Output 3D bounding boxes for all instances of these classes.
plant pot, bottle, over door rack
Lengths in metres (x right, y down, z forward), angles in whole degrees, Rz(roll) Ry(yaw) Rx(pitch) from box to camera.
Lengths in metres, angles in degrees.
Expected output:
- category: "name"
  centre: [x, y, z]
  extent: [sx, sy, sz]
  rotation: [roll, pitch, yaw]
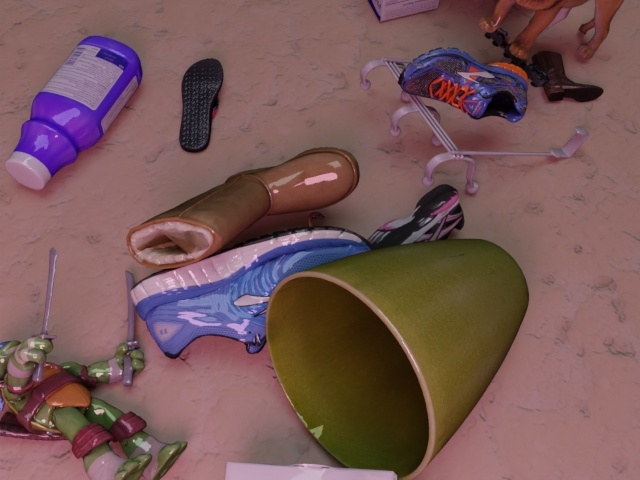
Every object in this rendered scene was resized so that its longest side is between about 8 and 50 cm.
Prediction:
- category: "plant pot"
  centre: [0.130, 0.111, 0.991]
  extent: [0.294, 0.274, 0.275]
  rotation: [-26, 61, -36]
- category: "bottle"
  centre: [-0.396, -0.205, 1.238]
  extent: [0.118, 0.092, 0.282]
  rotation: [19, 58, 9]
- category: "over door rack"
  centre: [0.247, -0.203, 1.284]
  extent: [0.324, 0.108, 0.239]
  rotation: [-12, 58, -28]

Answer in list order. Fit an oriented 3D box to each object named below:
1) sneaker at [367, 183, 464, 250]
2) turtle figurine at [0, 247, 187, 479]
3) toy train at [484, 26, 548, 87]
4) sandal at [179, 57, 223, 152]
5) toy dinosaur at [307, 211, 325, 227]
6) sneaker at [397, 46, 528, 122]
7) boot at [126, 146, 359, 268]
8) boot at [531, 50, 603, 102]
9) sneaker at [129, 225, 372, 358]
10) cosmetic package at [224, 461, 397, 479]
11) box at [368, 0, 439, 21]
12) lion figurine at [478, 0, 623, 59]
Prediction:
- category: "sneaker"
  centre: [0.147, 0.000, 1.157]
  extent: [0.178, 0.077, 0.072]
  rotation: [-35, 30, -1]
- category: "turtle figurine"
  centre: [-0.274, 0.164, 0.948]
  extent: [0.266, 0.197, 0.275]
  rotation: [40, 67, 16]
- category: "toy train"
  centre: [0.335, -0.320, 1.324]
  extent: [0.036, 0.027, 0.158]
  rotation: [-16, 59, -34]
- category: "sandal"
  centre: [-0.203, -0.225, 1.301]
  extent: [0.067, 0.040, 0.179]
  rotation: [5, 71, 6]
- category: "toy dinosaur"
  centre: [0.000, 0.000, 1.145]
  extent: [0.047, 0.090, 0.082]
  rotation: [-17, 104, -3]
- category: "sneaker"
  centre: [0.225, -0.231, 1.175]
  extent: [0.221, 0.083, 0.087]
  rotation: [3, 56, -15]
- category: "boot"
  centre: [-0.092, -0.042, 1.052]
  extent: [0.236, 0.089, 0.269]
  rotation: [-14, 12, 25]
- category: "boot"
  centre: [0.443, -0.300, 1.392]
  extent: [0.107, 0.037, 0.114]
  rotation: [-1, 53, -7]
- category: "sneaker"
  centre: [-0.082, 0.071, 1.065]
  extent: [0.330, 0.130, 0.147]
  rotation: [-19, 94, -5]
- category: "cosmetic package"
  centre: [-0.024, 0.435, 0.813]
  extent: [0.197, 0.155, 0.365]
  rotation: [6, 56, -1]
- category: "box"
  centre: [0.160, -0.491, 1.432]
  extent: [0.126, 0.137, 0.072]
  rotation: [-17, 59, -14]
- category: "lion figurine"
  centre: [0.418, -0.423, 1.274]
  extent: [0.392, 0.240, 0.142]
  rotation: [-22, 64, -46]
